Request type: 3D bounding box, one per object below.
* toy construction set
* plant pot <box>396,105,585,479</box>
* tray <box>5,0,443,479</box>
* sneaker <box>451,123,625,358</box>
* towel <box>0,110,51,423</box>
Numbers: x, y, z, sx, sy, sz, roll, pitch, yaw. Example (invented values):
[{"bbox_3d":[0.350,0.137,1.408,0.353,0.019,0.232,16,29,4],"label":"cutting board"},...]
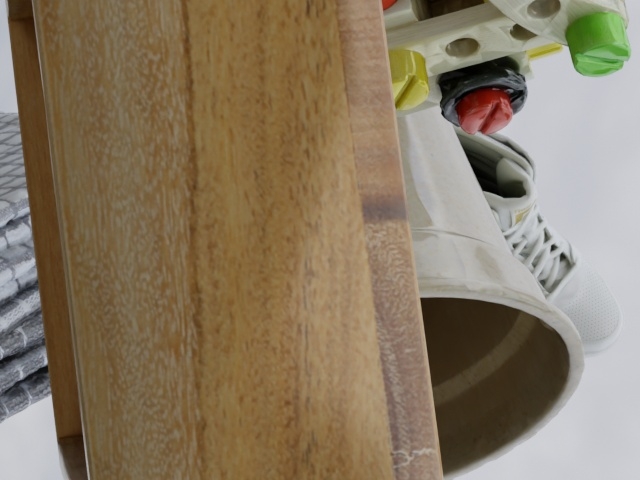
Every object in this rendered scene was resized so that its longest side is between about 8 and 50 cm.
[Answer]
[{"bbox_3d":[0.016,-0.137,0.845,0.327,0.215,0.151,-2,-116,18],"label":"toy construction set"},{"bbox_3d":[0.000,0.000,1.302,0.334,0.334,0.305,-47,-136,42],"label":"plant pot"},{"bbox_3d":[-0.052,-0.019,0.518,0.411,0.076,0.203,164,-81,-79],"label":"tray"},{"bbox_3d":[0.183,0.001,1.585,0.108,0.292,0.169,-52,-178,-14],"label":"sneaker"},{"bbox_3d":[-0.225,0.022,0.986,0.235,0.283,0.121,5,-64,42],"label":"towel"}]
